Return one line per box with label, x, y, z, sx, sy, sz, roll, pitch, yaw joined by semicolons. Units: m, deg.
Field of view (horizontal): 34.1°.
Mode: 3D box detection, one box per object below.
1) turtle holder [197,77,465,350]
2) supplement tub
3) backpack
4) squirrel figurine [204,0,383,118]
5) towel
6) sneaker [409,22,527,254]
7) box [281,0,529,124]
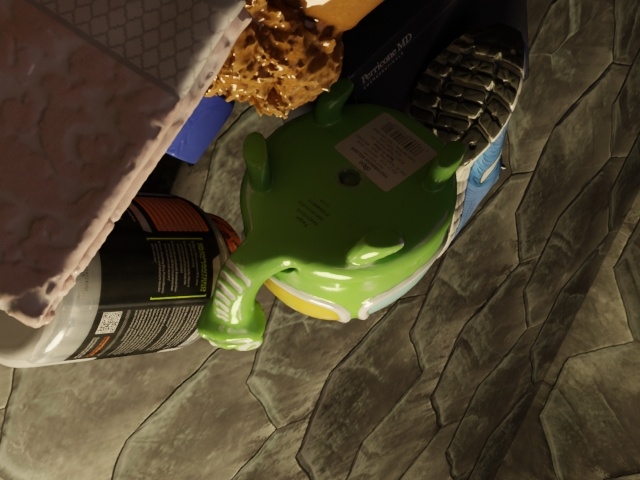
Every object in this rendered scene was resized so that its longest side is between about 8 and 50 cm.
turtle holder;0.020;0.001;1.206;0.227;0.243;0.320;96;12;-55
supplement tub;-0.238;0.038;1.199;0.316;0.193;0.194;1;118;-55
backpack;-0.171;-0.163;1.169;0.098;0.120;0.101;-50;142;6
squirrel figurine;-0.098;-0.313;0.983;0.370;0.281;0.397;11;106;-50
towel;-0.270;-0.147;0.841;0.317;0.331;0.053;-55;172;-2
sneaker;0.182;-0.133;1.376;0.147;0.129;0.330;-33;149;-58
box;0.113;-0.260;1.424;0.343;0.179;0.312;-45;150;-18
